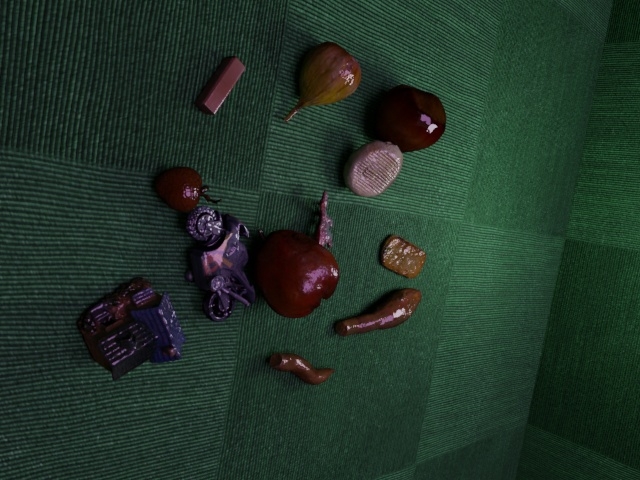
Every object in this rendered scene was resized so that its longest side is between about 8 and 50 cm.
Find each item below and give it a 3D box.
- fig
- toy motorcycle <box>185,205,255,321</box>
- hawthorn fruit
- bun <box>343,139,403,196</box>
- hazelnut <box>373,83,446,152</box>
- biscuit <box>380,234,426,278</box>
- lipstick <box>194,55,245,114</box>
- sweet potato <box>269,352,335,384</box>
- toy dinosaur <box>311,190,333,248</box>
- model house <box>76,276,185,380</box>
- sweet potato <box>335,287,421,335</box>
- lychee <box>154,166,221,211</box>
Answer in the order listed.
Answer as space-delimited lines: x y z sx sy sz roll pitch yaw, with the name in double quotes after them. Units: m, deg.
-0.007 -0.405 1.476 0.257 0.159 0.159 -46 130 -5 "fig"
-0.239 0.048 1.369 0.173 0.108 0.307 -29 121 -42 "toy motorcycle"
-0.078 0.071 1.464 0.261 0.224 0.224 48 62 -3 "hawthorn fruit"
0.155 -0.219 1.658 0.164 0.111 0.188 30 109 -23 "bun"
0.274 -0.364 1.705 0.251 0.217 0.216 -35 126 -62 "hazelnut"
0.288 0.059 1.933 0.247 0.029 0.118 26 89 -45 "biscuit"
-0.236 -0.366 1.310 0.045 0.045 0.145 45 68 -43 "lipstick"
-0.051 0.389 1.665 0.281 0.059 0.067 38 39 -46 "sweet potato"
0.000 0.000 1.586 0.167 0.053 0.242 77 24 -64 "toy dinosaur"
-0.397 0.201 1.205 0.183 0.172 0.166 -31 121 -34 "model house"
0.214 0.250 1.859 0.385 0.109 0.109 -21 114 -38 "sweet potato"
-0.304 -0.109 1.257 0.140 0.114 0.101 37 103 -15 "lychee"
